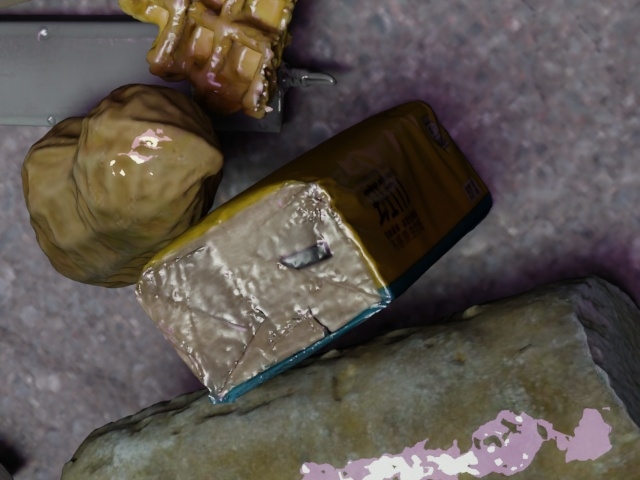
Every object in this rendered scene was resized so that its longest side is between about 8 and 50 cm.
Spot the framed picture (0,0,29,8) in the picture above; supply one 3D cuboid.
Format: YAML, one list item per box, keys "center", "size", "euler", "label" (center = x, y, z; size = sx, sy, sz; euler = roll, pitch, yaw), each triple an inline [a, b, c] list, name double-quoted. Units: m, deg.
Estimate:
- center: [-0.278, -0.219, 0.913]
  size: [0.213, 0.016, 0.289]
  euler: [-7, 130, 40]
  label: "framed picture"

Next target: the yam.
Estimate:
- center: [0.027, 0.106, 0.919]
  size: [0.330, 0.133, 0.133]
  euler: [-13, 103, 11]
  label: "yam"

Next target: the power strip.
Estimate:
- center: [-0.109, -0.090, 0.987]
  size: [0.252, 0.027, 0.060]
  euler: [3, 108, 19]
  label: "power strip"

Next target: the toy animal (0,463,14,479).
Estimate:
- center: [-0.287, 0.080, 1.067]
  size: [0.131, 0.104, 0.221]
  euler: [-26, 97, 26]
  label: "toy animal"

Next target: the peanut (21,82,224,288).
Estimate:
- center: [-0.101, -0.031, 0.937]
  size: [0.093, 0.083, 0.194]
  euler: [47, 155, 0]
  label: "peanut"

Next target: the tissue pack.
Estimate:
- center: [0.000, 0.000, 0.902]
  size: [0.120, 0.169, 0.082]
  euler: [-31, 93, 27]
  label: "tissue pack"

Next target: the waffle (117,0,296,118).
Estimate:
- center: [-0.033, -0.159, 0.910]
  size: [0.160, 0.046, 0.192]
  euler: [-13, 92, 20]
  label: "waffle"
